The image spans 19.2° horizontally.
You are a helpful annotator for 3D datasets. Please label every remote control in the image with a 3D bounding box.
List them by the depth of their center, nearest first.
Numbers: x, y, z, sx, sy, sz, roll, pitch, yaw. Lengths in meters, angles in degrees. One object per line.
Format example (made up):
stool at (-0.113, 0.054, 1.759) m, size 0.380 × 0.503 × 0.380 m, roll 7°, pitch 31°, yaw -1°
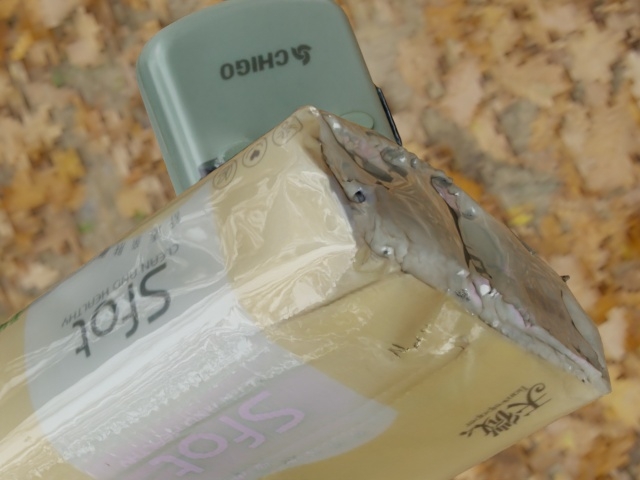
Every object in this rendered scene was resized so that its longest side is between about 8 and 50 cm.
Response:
remote control at (0.000, 0.000, 1.081) m, size 0.056 × 0.140 × 0.296 m, roll -32°, pitch 76°, yaw 61°

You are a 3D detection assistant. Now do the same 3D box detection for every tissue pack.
tissue pack at (-0.017, 0.055, 0.789) m, size 0.222 × 0.186 × 0.090 m, roll -31°, pitch 48°, yaw 27°
